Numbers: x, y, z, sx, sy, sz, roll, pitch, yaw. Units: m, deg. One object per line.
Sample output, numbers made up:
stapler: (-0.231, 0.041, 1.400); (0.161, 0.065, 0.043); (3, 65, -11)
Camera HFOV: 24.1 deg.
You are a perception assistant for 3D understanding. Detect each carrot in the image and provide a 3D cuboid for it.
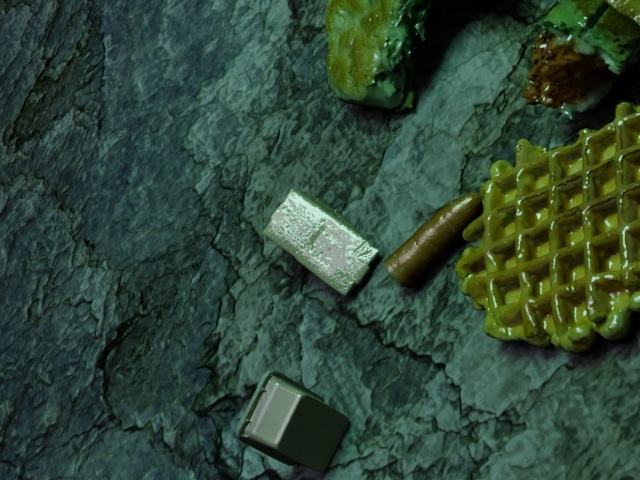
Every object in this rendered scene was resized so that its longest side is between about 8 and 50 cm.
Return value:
carrot: (0.136, -0.006, 1.720); (0.139, 0.048, 0.048); (-44, 39, 15)

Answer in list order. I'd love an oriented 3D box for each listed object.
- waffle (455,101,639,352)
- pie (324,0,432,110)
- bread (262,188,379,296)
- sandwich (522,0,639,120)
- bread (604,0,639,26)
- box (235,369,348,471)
waffle: (0.267, -0.020, 1.567); (0.301, 0.058, 0.281); (3, 67, 50)
pie: (0.098, -0.344, 1.885); (0.371, 0.078, 0.296); (-60, 36, 35)
bread: (0.013, 0.007, 1.868); (0.152, 0.105, 0.077); (39, 96, 21)
sandwich: (0.312, -0.220, 1.620); (0.109, 0.160, 0.185); (32, 50, 21)
bread: (0.360, -0.275, 1.511); (0.233, 0.161, 0.088); (50, 143, 30)
box: (-0.028, 0.209, 1.694); (0.062, 0.122, 0.089); (18, 79, 41)
